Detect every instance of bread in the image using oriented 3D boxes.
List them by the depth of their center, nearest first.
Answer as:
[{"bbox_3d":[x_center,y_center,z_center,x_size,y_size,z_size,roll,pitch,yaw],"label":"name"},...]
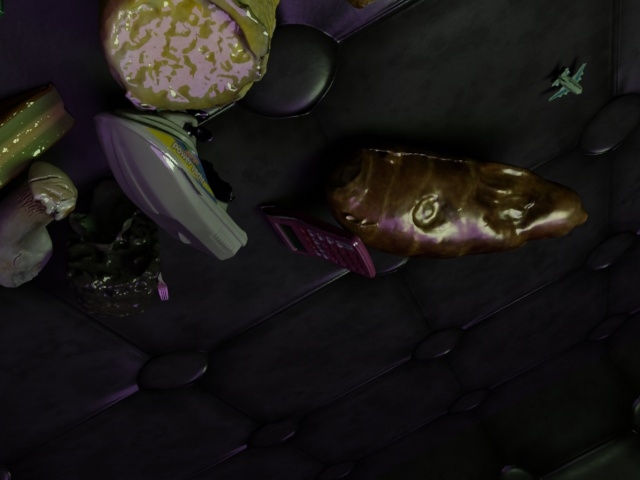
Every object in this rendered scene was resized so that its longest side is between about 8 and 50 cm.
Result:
[{"bbox_3d":[-0.134,-0.230,0.662,0.197,0.171,0.197,-6,137,-6],"label":"bread"},{"bbox_3d":[-0.381,-0.135,0.757,0.139,0.084,0.074,-49,148,-21],"label":"bread"}]

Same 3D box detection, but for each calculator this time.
[{"bbox_3d":[0.000,0.000,1.020,0.034,0.190,0.127,-60,149,-20],"label":"calculator"}]

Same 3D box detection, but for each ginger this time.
[{"bbox_3d":[0.196,-0.055,1.045,0.417,0.176,0.254,3,176,-15],"label":"ginger"}]

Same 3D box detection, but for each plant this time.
[{"bbox_3d":[-0.295,0.019,0.897,0.131,0.143,0.203,-4,147,-12],"label":"plant"}]

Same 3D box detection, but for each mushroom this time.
[{"bbox_3d":[-0.380,-0.021,0.812,0.092,0.081,0.223,18,139,-26],"label":"mushroom"}]

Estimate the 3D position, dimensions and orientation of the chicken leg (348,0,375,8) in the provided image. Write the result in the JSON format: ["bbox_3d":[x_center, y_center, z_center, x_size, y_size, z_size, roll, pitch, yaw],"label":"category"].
[{"bbox_3d":[0.023,-0.353,0.679,0.107,0.087,0.251,-20,150,10],"label":"chicken leg"}]

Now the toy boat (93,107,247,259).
[{"bbox_3d":[-0.177,-0.084,0.794,0.140,0.141,0.270,-21,141,-7],"label":"toy boat"}]

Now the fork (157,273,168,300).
[{"bbox_3d":[-0.270,0.059,1.054,0.016,0.012,0.115,-18,137,-17],"label":"fork"}]

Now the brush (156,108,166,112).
[{"bbox_3d":[-0.210,-0.171,0.802,0.033,0.030,0.179,-18,144,6],"label":"brush"}]

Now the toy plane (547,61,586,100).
[{"bbox_3d":[0.413,-0.264,1.048,0.083,0.033,0.080,8,131,-46],"label":"toy plane"}]

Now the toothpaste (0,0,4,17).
[{"bbox_3d":[-0.380,-0.267,0.577,0.037,0.043,0.178,-34,142,15],"label":"toothpaste"}]
